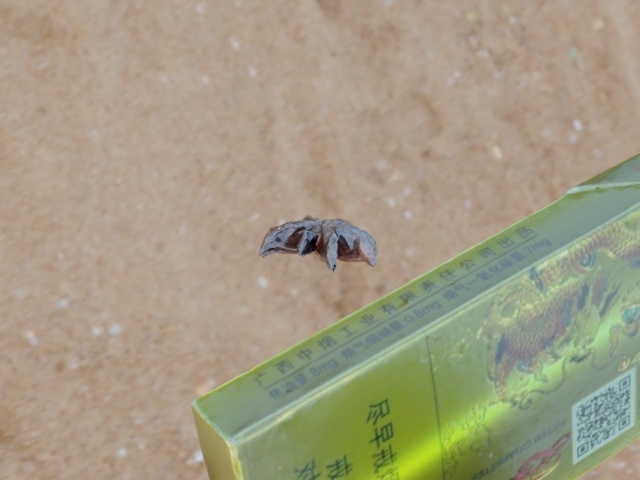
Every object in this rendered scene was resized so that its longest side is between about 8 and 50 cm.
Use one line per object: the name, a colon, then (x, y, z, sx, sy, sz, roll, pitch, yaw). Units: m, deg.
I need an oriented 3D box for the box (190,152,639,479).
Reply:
box: (0.085, 0.083, 0.834, 0.311, 0.043, 0.173, -28, 132, -22)

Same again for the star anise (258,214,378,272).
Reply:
star anise: (0.001, -0.001, 1.679, 0.141, 0.141, 0.042, -7, 106, -46)
